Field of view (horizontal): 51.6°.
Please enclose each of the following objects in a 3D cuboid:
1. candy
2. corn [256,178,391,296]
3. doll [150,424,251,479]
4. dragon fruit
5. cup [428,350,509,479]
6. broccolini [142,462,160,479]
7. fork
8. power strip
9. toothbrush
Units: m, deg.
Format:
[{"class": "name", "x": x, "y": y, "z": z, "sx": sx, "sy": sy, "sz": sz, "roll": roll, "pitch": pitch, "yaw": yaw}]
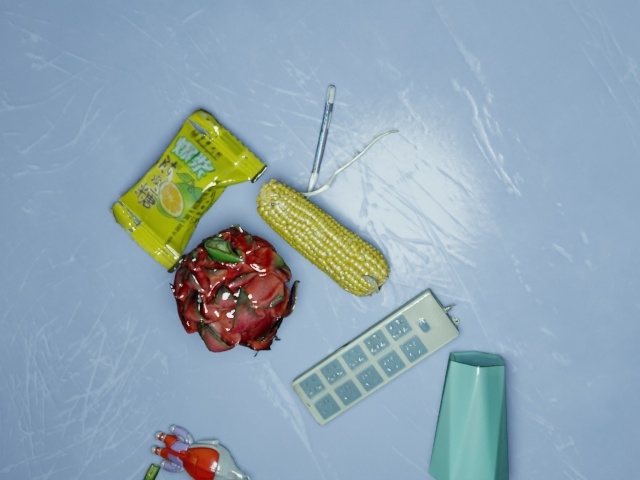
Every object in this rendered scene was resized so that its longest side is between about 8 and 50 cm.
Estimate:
[{"class": "candy", "x": -0.261, "y": -0.095, "z": 1.275, "sx": 0.187, "sy": 0.081, "sz": 0.297, "roll": 43, "pitch": 102, "yaw": 3}, {"class": "corn", "x": 0.000, "y": 0.000, "z": 1.225, "sx": 0.293, "sy": 0.106, "sz": 0.106, "roll": 36, "pitch": 102, "yaw": -6}, {"class": "doll", "x": -0.244, "y": 0.451, "z": 1.353, "sx": 0.227, "sy": 0.075, "sz": 0.102, "roll": 14, "pitch": 90, "yaw": 16}, {"class": "dragon fruit", "x": -0.157, "y": 0.116, "z": 1.229, "sx": 0.233, "sy": 0.234, "sz": 0.293, "roll": -9, "pitch": 118, "yaw": 10}, {"class": "cup", "x": 0.278, "y": 0.331, "z": 1.229, "sx": 0.134, "sy": 0.148, "sz": 0.236, "roll": 5, "pitch": 99, "yaw": 35}, {"class": "broccolini", "x": -0.405, "y": 0.590, "z": 1.411, "sx": 0.071, "sy": 0.057, "sz": 0.254, "roll": 35, "pitch": 92, "yaw": 28}, {"class": "fork", "x": 0.055, "y": -0.141, "z": 1.238, "sx": 0.219, "sy": 0.034, "sz": 0.028, "roll": -34, "pitch": 82, "yaw": 2}, {"class": "power strip", "x": 0.109, "y": 0.223, "z": 1.283, "sx": 0.367, "sy": 0.043, "sz": 0.106, "roll": -36, "pitch": 92, "yaw": 12}, {"class": "toothbrush", "x": -0.004, "y": -0.149, "z": 1.257, "sx": 0.026, "sy": 0.024, "sz": 0.288, "roll": 13, "pitch": 99, "yaw": 6}]
